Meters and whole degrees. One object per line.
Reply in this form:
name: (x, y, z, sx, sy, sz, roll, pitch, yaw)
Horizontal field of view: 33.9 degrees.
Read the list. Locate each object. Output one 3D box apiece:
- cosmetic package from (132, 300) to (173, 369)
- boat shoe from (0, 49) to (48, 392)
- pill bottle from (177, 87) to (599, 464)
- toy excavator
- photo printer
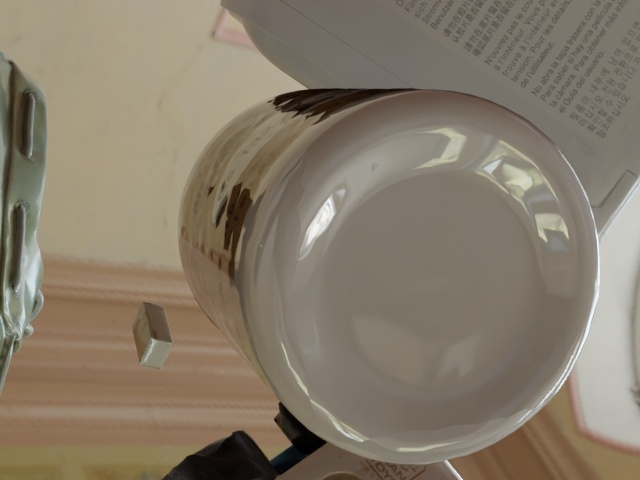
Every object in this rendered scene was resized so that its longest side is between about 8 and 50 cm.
cosmetic package: (-0.289, 0.161, 1.796, 0.041, 0.060, 0.115, 16, -158, -25)
boat shoe: (-0.185, 0.013, 0.540, 0.094, 0.109, 0.302, 24, -127, -45)
pill bottle: (0.007, -0.001, 0.457, 0.131, 0.131, 0.229, 17, -177, -18)
toy excavator: (0.028, 0.302, 1.064, 0.433, 0.445, 0.222, -29, -112, -32)
photo printer: (0.107, -0.172, 0.670, 0.307, 0.256, 0.107, 34, -176, 4)
